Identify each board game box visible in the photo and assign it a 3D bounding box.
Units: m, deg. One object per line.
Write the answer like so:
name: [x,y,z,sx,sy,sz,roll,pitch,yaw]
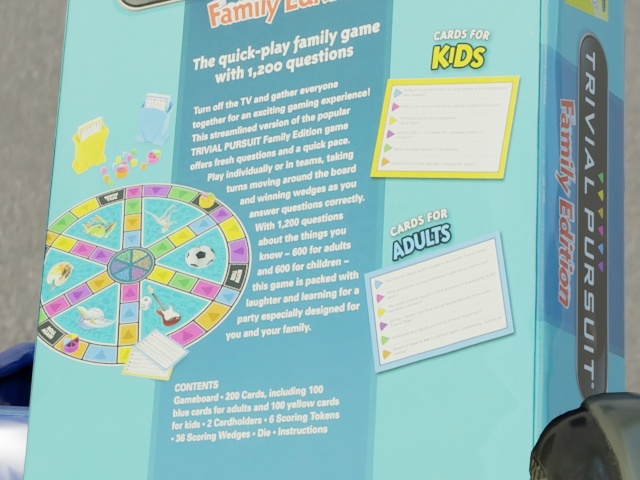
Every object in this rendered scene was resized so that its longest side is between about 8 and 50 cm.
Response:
board game box: [0.000,0.000,0.739,0.079,0.254,0.336,25,63,-53]

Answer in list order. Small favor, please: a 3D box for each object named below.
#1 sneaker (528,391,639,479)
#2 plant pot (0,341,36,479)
sneaker: [0.033,0.142,0.342,0.130,0.087,0.227,-3,74,4]
plant pot: [-0.162,0.206,1.336,0.236,0.236,0.212,3,97,8]
